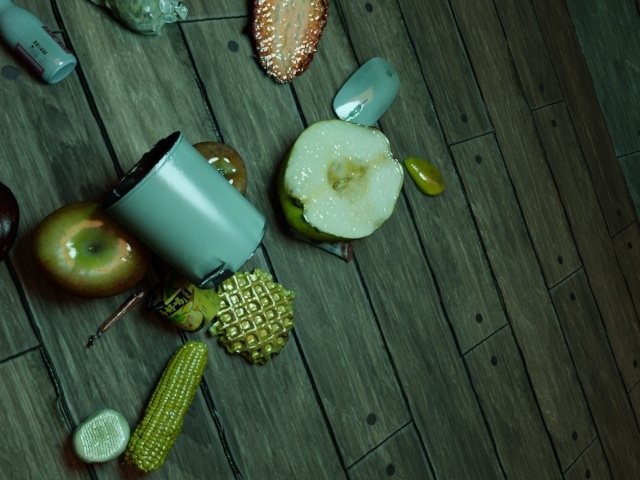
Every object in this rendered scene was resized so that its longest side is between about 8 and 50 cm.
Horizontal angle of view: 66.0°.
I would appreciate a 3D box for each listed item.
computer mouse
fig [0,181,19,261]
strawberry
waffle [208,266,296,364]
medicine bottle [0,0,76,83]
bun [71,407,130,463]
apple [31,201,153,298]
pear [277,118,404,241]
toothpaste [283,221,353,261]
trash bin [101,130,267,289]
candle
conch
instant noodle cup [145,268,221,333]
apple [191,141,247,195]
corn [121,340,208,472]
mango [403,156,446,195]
[{"bbox_3d":[0.161,-0.479,1.600,0.159,0.097,0.288,47,61,-19],"label":"computer mouse"},{"bbox_3d":[-0.680,-0.002,0.957,0.203,0.186,0.250,-33,107,-50],"label":"fig"},{"bbox_3d":[-0.111,-0.621,1.458,0.233,0.138,0.306,18,98,-9],"label":"strawberry"},{"bbox_3d":[-0.177,0.193,1.307,0.237,0.058,0.243,25,67,-23],"label":"waffle"},{"bbox_3d":[-0.656,-0.460,1.096,0.217,0.090,0.090,48,61,-15],"label":"medicine bottle"},{"bbox_3d":[-0.474,0.425,1.065,0.115,0.069,0.115,11,59,-19],"label":"bun"},{"bbox_3d":[-0.490,0.021,1.073,0.235,0.173,0.210,31,74,-15],"label":"apple"},{"bbox_3d":[0.035,-0.157,1.410,0.386,0.191,0.340,-28,93,-32],"label":"pear"},{"bbox_3d":[0.000,0.000,1.454,0.239,0.039,0.062,22,64,-29],"label":"toothpaste"},{"bbox_3d":[-0.276,-0.059,1.031,0.262,0.217,0.277,46,21,-28],"label":"trash bin"},{"bbox_3d":[-0.473,0.177,1.141,0.167,0.021,0.026,-48,129,-29],"label":"candle"},{"bbox_3d":[-0.465,-0.634,1.204,0.291,0.159,0.210,19,74,-26],"label":"conch"},{"bbox_3d":[-0.320,0.141,1.178,0.122,0.151,0.151,49,60,-29],"label":"instant noodle cup"},{"bbox_3d":[-0.274,-0.153,1.230,0.188,0.174,0.188,4,82,-30],"label":"apple"},{"bbox_3d":[-0.348,0.373,1.138,0.102,0.102,0.313,30,67,-24],"label":"corn"},{"bbox_3d":[0.364,-0.224,1.703,0.187,0.066,0.101,42,62,-10],"label":"mango"}]
